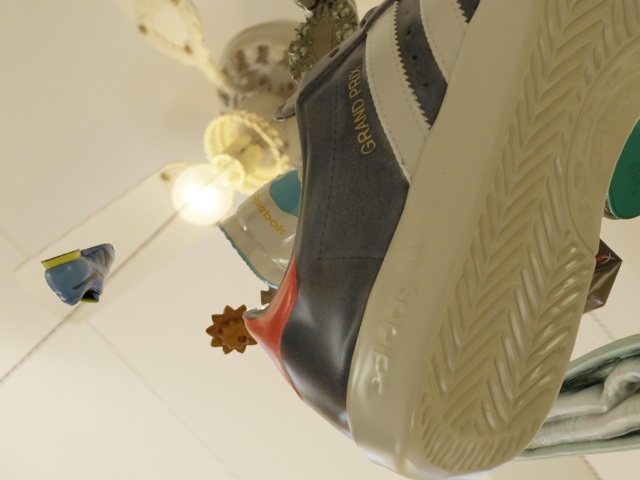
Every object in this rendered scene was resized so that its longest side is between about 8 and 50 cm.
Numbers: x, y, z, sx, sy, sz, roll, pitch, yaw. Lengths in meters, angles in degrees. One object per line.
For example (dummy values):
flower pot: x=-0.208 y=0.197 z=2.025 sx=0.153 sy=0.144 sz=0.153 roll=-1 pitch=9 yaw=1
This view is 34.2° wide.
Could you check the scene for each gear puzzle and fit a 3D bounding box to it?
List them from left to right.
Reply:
gear puzzle: x=-0.004 y=0.115 z=1.562 sx=0.339 sy=0.044 sz=0.175 roll=-6 pitch=-63 yaw=-8

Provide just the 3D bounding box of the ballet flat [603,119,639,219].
ballet flat: x=0.224 y=-0.122 z=0.806 sx=0.086 sy=0.086 sz=0.248 roll=15 pitch=-40 yaw=25

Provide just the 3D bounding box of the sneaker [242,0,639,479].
sneaker: x=0.064 y=-0.084 z=0.441 sx=0.131 sy=0.350 sz=0.148 roll=27 pitch=-2 yaw=-43

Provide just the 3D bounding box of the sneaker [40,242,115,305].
sneaker: x=-0.342 y=0.052 z=1.508 sx=0.069 sy=0.209 sz=0.082 roll=-21 pitch=-87 yaw=7

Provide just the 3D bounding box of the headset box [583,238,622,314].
headset box: x=0.288 y=0.005 z=1.637 sx=0.293 sy=0.218 sz=0.110 roll=53 pitch=-30 yaw=37

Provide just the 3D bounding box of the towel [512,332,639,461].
towel: x=0.357 y=0.124 z=0.925 sx=0.374 sy=0.321 sz=0.090 roll=134 pitch=-53 yaw=-70

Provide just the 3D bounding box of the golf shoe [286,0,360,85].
golf shoe: x=0.016 y=-0.177 z=0.927 sx=0.069 sy=0.176 sz=0.086 roll=-17 pitch=-42 yaw=20

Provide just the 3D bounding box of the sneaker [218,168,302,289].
sneaker: x=0.000 y=0.000 z=0.934 sx=0.092 sy=0.229 sz=0.087 roll=-42 pitch=-109 yaw=9
